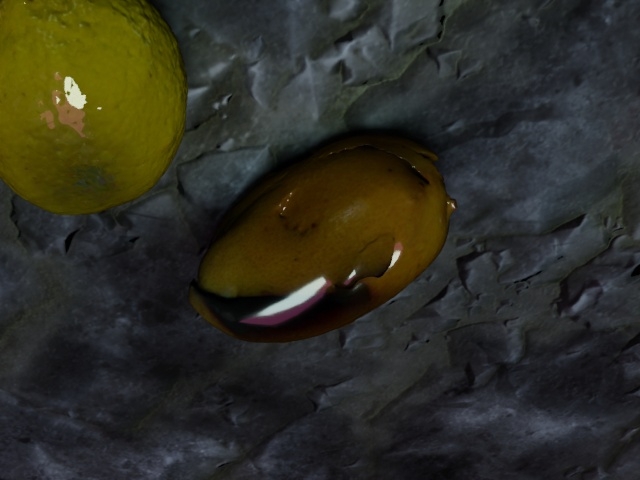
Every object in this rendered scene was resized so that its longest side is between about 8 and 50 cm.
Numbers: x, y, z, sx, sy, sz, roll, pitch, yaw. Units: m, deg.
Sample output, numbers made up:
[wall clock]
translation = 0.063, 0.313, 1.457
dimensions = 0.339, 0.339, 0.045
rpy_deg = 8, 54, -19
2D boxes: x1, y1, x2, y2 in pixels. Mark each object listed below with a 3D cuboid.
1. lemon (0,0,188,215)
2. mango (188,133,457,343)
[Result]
[lemon]
translation = -0.216, -0.130, 0.951
dimensions = 0.204, 0.204, 0.260
rpy_deg = -9, 143, 4
[mango]
translation = 0.000, 0.000, 1.108
dimensions = 0.287, 0.201, 0.153
rpy_deg = -22, 152, 8
